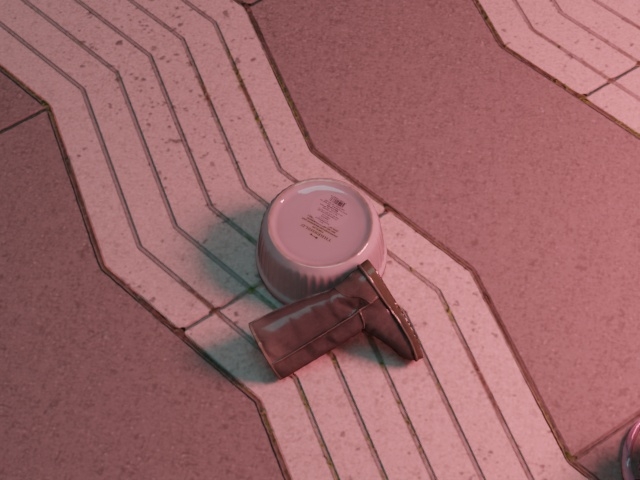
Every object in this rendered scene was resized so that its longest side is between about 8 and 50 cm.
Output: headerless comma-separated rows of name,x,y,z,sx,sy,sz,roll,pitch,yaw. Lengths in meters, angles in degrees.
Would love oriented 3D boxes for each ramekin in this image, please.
ramekin,0.000,0.000,2.025,0.207,0.109,0.207,-1,58,1

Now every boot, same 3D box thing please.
boot,0.025,0.148,1.945,0.208,0.076,0.190,-34,98,-4

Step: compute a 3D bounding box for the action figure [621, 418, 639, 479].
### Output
action figure,0.593,0.359,1.739,0.370,0.276,0.248,23,67,4
